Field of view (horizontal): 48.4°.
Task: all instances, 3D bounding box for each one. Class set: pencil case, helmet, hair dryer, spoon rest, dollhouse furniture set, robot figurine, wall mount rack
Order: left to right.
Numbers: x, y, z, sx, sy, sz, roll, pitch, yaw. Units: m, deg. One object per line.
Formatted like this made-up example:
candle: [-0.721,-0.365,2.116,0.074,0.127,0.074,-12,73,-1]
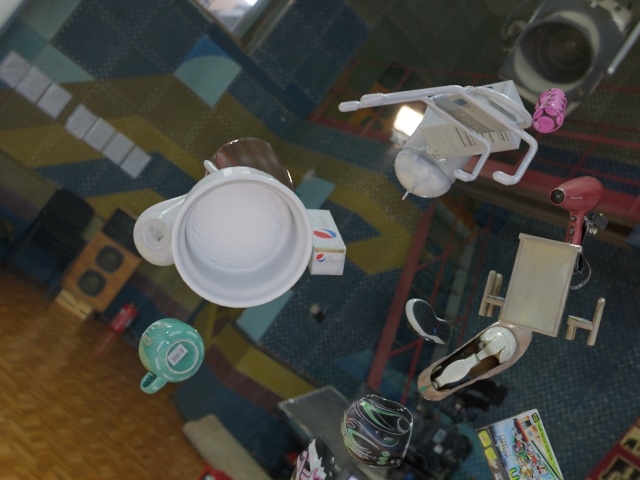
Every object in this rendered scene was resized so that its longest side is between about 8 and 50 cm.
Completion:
spoon rest: [-0.305,-0.059,1.571,0.137,0.276,0.084,47,16,7]
helmet: [0.128,0.462,1.730,0.161,0.169,0.169,19,-4,0]
robot figurine: [0.371,-0.282,2.273,0.200,0.353,0.300,33,-9,13]
wall mount rack: [0.207,-0.212,1.266,0.304,0.130,0.350,31,1,-11]
dollhouse furniture set: [0.421,0.090,1.336,0.212,0.161,0.242,14,-2,23]
pencil case: [0.696,-0.393,2.171,0.095,0.098,0.209,67,28,-16]
hair dryer: [0.596,-0.038,1.626,0.080,0.223,0.293,2,-33,42]

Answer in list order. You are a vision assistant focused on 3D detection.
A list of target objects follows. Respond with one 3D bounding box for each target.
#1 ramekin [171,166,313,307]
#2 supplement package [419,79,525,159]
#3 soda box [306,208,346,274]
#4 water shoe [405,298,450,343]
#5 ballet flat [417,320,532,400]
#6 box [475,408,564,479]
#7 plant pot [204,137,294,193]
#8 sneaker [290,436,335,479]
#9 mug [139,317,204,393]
ramekin: [-0.162,-0.017,1.444,0.277,0.277,0.135,38,9,-22]
supplement package: [0.422,-0.328,1.958,0.244,0.139,0.134,-5,-42,37]
soda box: [0.000,0.000,1.617,0.074,0.069,0.216,2,25,-11]
water shoe: [0.234,0.197,1.676,0.080,0.073,0.203,-1,-28,36]
ballet flat: [0.371,0.275,1.659,0.107,0.316,0.106,55,-9,17]
box: [0.343,0.394,1.170,0.036,0.114,0.207,-42,-117,58]
plant pot: [-0.150,-0.114,1.751,0.215,0.215,0.230,39,5,-36]
sneaker: [-0.016,0.435,1.263,0.072,0.077,0.178,47,15,-13]
mug: [-0.318,0.254,1.547,0.129,0.157,0.097,-1,5,-32]
